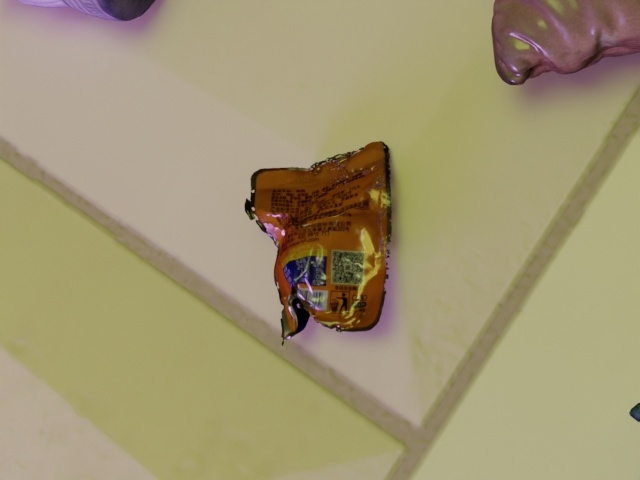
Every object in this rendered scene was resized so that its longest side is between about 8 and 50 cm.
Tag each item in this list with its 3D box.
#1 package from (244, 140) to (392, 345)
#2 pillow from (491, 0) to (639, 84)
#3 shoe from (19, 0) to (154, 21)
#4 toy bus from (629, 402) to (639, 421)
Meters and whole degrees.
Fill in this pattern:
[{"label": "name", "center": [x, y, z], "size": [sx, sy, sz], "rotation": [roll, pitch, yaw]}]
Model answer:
[{"label": "package", "center": [0.000, -0.001, 0.599], "size": [0.077, 0.033, 0.111], "rotation": [-18, 60, 29]}, {"label": "pillow", "center": [0.177, -0.197, 0.557], "size": [0.223, 0.084, 0.236], "rotation": [-12, 70, 19]}, {"label": "shoe", "center": [-0.151, -0.255, 0.727], "size": [0.137, 0.095, 0.245], "rotation": [5, 81, 24]}, {"label": "toy bus", "center": [0.172, 0.159, 0.384], "size": [0.133, 0.165, 0.271], "rotation": [-3, 71, 25]}]
